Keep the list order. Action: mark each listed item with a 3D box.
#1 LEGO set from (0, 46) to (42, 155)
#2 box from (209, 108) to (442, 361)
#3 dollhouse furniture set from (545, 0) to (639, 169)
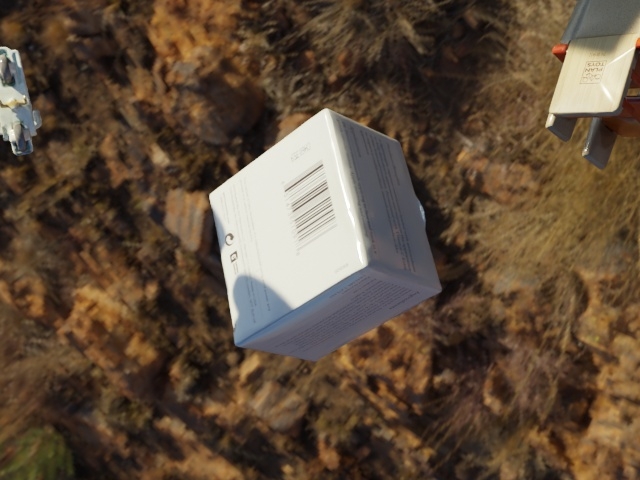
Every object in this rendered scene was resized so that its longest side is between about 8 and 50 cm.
[{"bbox_3d":[-0.347,-0.059,0.729,0.107,0.287,0.132,126,138,-73],"label":"LEGO set"},{"bbox_3d":[0.000,0.000,1.009,0.182,0.119,0.181,-33,55,33],"label":"box"},{"bbox_3d":[0.328,-0.128,0.968,0.259,0.135,0.262,27,166,-40],"label":"dollhouse furniture set"}]
